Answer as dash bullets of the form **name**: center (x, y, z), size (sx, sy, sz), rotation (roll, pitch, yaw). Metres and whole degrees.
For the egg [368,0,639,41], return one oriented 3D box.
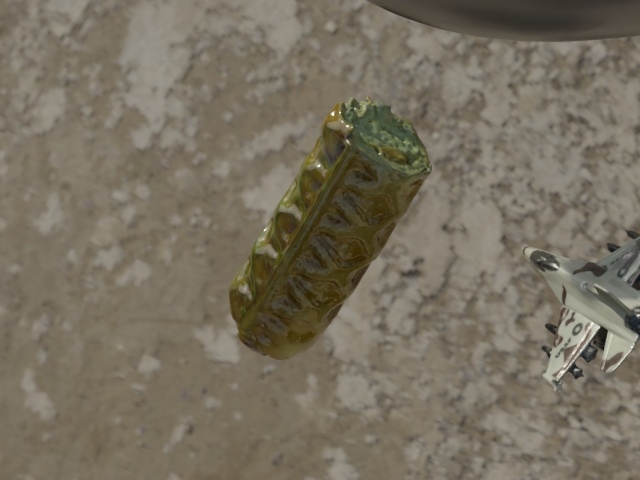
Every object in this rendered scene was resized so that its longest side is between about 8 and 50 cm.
- **egg**: center (0.087, -0.140, 0.347), size (0.232, 0.176, 0.176), rotation (-36, 57, 0)

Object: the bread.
- **bread**: center (-0.001, -0.001, 1.254), size (0.098, 0.087, 0.269), rotation (30, 126, -3)

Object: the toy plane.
- **toy plane**: center (0.218, 0.043, 1.144), size (0.082, 0.234, 0.160), rotation (37, 92, -10)
